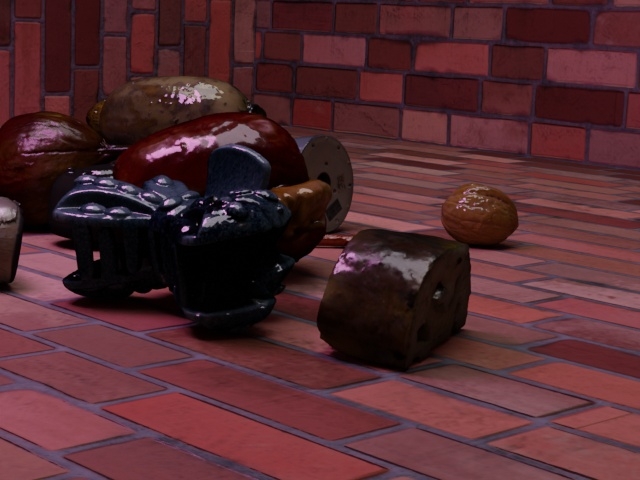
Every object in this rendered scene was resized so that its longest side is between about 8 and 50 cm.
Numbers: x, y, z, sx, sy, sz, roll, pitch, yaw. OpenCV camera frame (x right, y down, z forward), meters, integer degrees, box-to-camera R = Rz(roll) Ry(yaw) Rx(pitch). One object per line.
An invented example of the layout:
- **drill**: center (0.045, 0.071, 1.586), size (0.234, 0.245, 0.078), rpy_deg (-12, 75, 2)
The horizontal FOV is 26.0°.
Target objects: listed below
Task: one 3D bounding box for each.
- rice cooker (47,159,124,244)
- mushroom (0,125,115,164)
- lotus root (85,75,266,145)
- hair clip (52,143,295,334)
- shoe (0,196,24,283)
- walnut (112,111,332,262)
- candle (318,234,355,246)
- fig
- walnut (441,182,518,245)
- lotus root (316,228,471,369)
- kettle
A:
- **rice cooker**: center (-0.306, -0.054, 2.059), size (0.203, 0.118, 0.142), rpy_deg (-10, 15, -37)
- **mushroom**: center (-0.499, -0.129, 2.416), size (0.407, 0.137, 0.154), rpy_deg (7, -31, 38)
- **lotus root**: center (-0.243, -0.180, 2.241), size (0.309, 0.173, 0.173), rpy_deg (2, 9, 18)
- **hair clip**: center (-0.152, 0.006, 1.610), size (0.310, 0.194, 0.206), rpy_deg (13, 26, 40)
- **shoe**: center (-0.510, -0.028, 1.781), size (0.171, 0.132, 0.336), rpy_deg (4, 13, -32)
- **walnut**: center (-0.129, -0.047, 1.844), size (0.269, 0.221, 0.244), rpy_deg (-15, 31, -13)
- **candle**: center (0.000, 0.001, 2.110), size (0.167, 0.021, 0.026), rpy_deg (0, 0, -7)
- **fig**: center (-0.384, -0.139, 2.178), size (0.290, 0.190, 0.190), rpy_deg (-29, 11, 0)
- **walnut**: center (0.252, -0.038, 2.184), size (0.124, 0.105, 0.105), rpy_deg (18, 10, 2)
- **lotus root**: center (0.086, 0.057, 1.490), size (0.119, 0.138, 0.235), rpy_deg (16, 7, 18)
- **kettle**: center (-0.101, -0.078, 2.283), size (0.243, 0.160, 0.210), rpy_deg (1, 35, 36)
